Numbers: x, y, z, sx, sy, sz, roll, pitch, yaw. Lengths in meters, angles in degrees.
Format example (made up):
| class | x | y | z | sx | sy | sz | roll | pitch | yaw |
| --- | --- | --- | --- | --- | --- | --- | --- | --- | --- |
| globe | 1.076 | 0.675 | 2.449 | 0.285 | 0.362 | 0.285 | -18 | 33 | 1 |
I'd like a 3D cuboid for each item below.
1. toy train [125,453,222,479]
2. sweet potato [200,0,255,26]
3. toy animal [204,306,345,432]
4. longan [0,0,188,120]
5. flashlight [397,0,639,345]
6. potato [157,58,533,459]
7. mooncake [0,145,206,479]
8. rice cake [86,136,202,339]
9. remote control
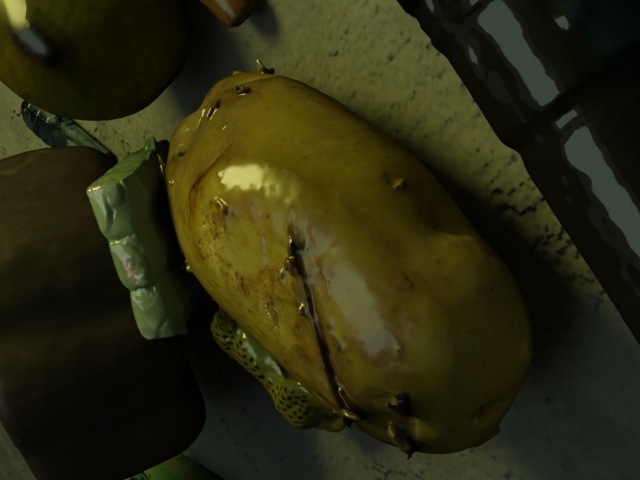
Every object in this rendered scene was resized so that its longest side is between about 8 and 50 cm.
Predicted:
| class | x | y | z | sx | sy | sz | roll | pitch | yaw |
| --- | --- | --- | --- | --- | --- | --- | --- | --- | --- |
| toy train | -0.159 | 0.284 | 1.019 | 0.188 | 0.099 | 0.072 | 17 | 121 | 49 |
| sweet potato | -0.155 | -0.291 | 0.676 | 0.346 | 0.079 | 0.108 | 50 | 173 | 19 |
| toy animal | -0.022 | 0.093 | 0.751 | 0.181 | 0.073 | 0.136 | 41 | 144 | 17 |
| longan | -0.176 | -0.167 | 0.720 | 0.155 | 0.145 | 0.176 | 62 | -170 | -18 |
| flashlight | 0.128 | -0.054 | 0.432 | 0.424 | 0.103 | 0.103 | 58 | 145 | 6 |
| potato | 0.000 | 0.000 | 0.586 | 0.300 | 0.140 | 0.173 | 46 | 155 | 35 |
| mooncake | -0.214 | 0.064 | 0.844 | 0.306 | 0.154 | 0.306 | 159 | 90 | -79 |
| rice cake | -0.122 | -0.012 | 0.724 | 0.237 | 0.043 | 0.127 | -108 | 0 | -77 |
| remote control | -0.258 | -0.103 | 0.969 | 0.152 | 0.027 | 0.044 | 35 | 132 | 33 |
